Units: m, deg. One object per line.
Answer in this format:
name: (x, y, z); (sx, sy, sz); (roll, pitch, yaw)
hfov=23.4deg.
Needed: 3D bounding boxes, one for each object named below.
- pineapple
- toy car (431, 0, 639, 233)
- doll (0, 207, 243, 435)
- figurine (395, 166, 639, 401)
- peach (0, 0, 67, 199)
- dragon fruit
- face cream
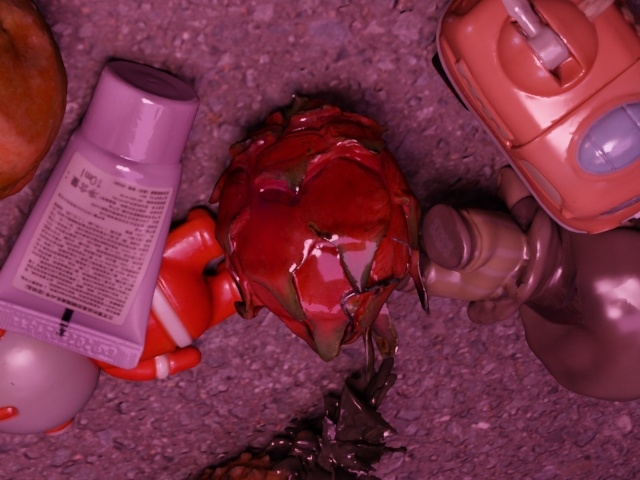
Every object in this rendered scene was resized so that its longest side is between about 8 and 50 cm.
pineapple: (-0.027, 0.265, 1.672); (0.340, 0.169, 0.169); (-41, 129, 6)
toy car: (0.222, -0.133, 1.348); (0.180, 0.212, 0.270); (-37, 94, 9)
doll: (-0.230, 0.094, 1.498); (0.336, 0.105, 0.200); (-31, 132, -3)
figurine: (0.253, 0.040, 1.544); (0.380, 0.203, 0.248); (14, 126, -26)
peach: (-0.295, -0.117, 1.229); (0.214, 0.214, 0.235); (-29, 150, 6)
dragon fruit: (0.000, 0.000, 1.408); (0.192, 0.193, 0.274); (-12, 90, 5)
face cream: (-0.193, -0.019, 1.384); (0.154, 0.096, 0.274); (19, 110, -13)
